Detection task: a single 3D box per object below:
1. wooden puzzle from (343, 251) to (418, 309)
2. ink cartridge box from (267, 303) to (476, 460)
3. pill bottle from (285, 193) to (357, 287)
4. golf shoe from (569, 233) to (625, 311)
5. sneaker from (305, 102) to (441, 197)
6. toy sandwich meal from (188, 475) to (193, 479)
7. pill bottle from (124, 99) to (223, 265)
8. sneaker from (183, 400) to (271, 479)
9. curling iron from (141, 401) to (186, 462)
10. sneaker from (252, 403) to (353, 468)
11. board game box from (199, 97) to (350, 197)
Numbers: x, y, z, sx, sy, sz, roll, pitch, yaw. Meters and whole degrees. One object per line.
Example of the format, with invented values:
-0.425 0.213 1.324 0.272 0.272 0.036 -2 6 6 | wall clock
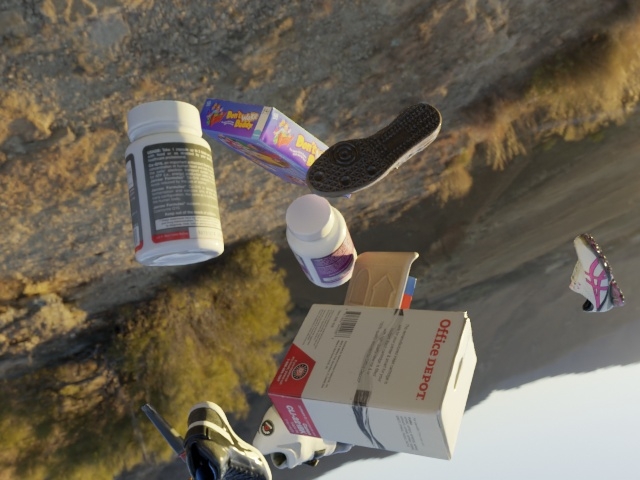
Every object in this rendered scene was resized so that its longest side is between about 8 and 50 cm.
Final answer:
0.143 0.197 1.676 0.080 0.347 0.322 22 172 -19 | wooden puzzle
0.088 0.210 0.985 0.273 0.114 0.197 0 -140 29 | ink cartridge box
0.000 0.000 1.776 0.169 0.169 0.301 -20 149 2 | pill bottle
0.525 0.071 1.229 0.086 0.186 0.067 -24 -154 20 | golf shoe
0.068 -0.098 0.778 0.188 0.066 0.071 -29 164 -11 | sneaker
-0.277 0.575 1.484 0.029 0.085 0.085 -21 168 32 | toy sandwich meal
-0.278 -0.104 1.182 0.161 0.283 0.161 -8 170 -2 | pill bottle
-0.162 0.387 1.061 0.079 0.217 0.121 -28 -157 14 | sneaker
-0.286 0.448 1.298 0.068 0.274 0.035 -31 -169 -3 | curling iron
-0.045 0.454 1.443 0.146 0.122 0.330 -53 139 -2 | sneaker
-0.096 -0.219 1.521 0.233 0.078 0.347 18 174 40 | board game box
